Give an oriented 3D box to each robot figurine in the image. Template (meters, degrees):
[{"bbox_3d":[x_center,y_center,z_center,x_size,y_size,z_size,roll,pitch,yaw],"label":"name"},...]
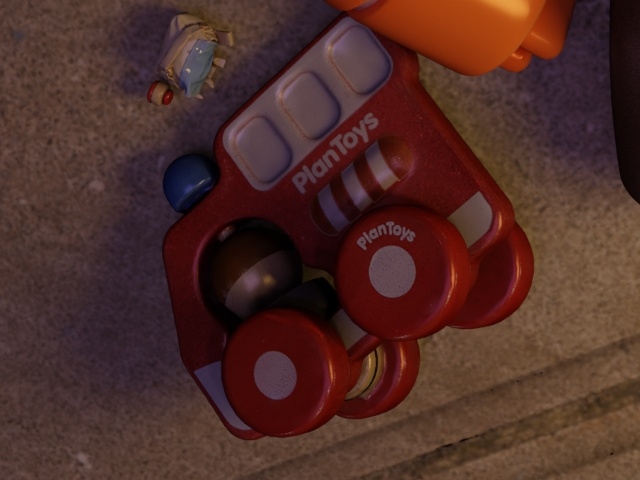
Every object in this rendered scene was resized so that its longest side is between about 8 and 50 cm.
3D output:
[{"bbox_3d":[0.078,-0.198,1.279,0.219,0.158,0.128,25,110,-23],"label":"robot figurine"}]

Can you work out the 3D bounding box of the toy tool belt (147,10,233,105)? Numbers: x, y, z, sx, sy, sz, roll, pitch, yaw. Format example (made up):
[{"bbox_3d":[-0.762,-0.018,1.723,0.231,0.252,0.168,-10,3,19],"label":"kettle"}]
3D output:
[{"bbox_3d":[-0.102,-0.136,1.405,0.051,0.052,0.083,27,115,11],"label":"toy tool belt"}]

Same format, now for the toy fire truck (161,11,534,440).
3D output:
[{"bbox_3d":[0.000,0.000,1.393,0.302,0.169,0.254,-41,74,22],"label":"toy fire truck"}]

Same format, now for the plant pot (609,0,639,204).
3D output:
[{"bbox_3d":[0.290,-0.128,1.251,0.215,0.215,0.230,15,128,7],"label":"plant pot"}]
